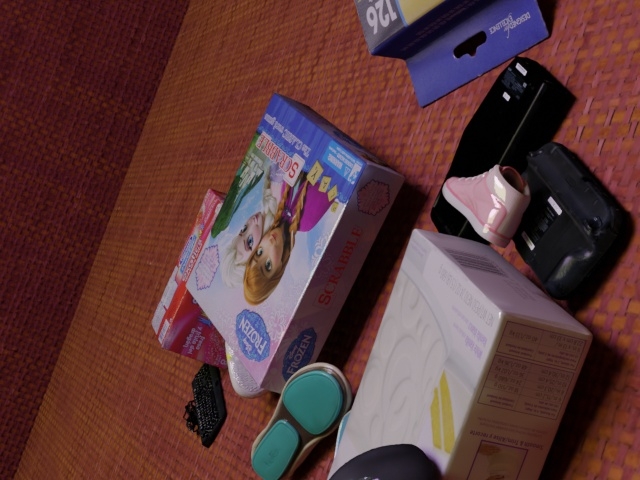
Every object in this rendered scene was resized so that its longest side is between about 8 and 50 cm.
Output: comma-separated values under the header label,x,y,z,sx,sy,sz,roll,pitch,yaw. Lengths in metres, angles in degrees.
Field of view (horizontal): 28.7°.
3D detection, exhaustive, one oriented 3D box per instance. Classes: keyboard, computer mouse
label,x,y,z,sx,sy,sz,roll,pitch,yaw
keyboard,-0.197,0.265,2.032,0.100,0.038,0.192,-62,20,17
computer mouse,0.018,0.285,1.120,0.188,0.072,0.272,-98,28,-48

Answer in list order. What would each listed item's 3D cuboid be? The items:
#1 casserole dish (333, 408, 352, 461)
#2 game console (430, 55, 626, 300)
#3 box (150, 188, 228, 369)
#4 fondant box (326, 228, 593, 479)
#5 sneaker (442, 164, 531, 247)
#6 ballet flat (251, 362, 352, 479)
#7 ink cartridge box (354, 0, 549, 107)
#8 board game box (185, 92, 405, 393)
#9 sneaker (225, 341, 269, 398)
label,x,y,z,sx,sy,sz,roll,pitch,yaw
casserole dish,0.048,0.255,1.413,0.114,0.037,0.188,-40,33,52
game console,0.210,-0.046,1.292,0.213,0.044,0.361,-63,20,20
box,-0.166,0.061,2.031,0.257,0.123,0.128,-66,20,6
fondant box,0.112,0.183,1.181,0.238,0.096,0.330,-129,53,-67
sneaker,0.171,-0.050,1.261,0.070,0.051,0.134,-62,24,16
ballet flat,-0.013,0.214,1.556,0.248,0.086,0.086,-52,26,44
ink cartridge box,0.129,-0.344,1.537,0.303,0.072,0.307,-24,80,63
board game box,-0.047,-0.004,1.676,0.318,0.066,0.319,-65,30,11
sneaker,-0.096,0.145,1.857,0.126,0.091,0.240,107,171,-54
